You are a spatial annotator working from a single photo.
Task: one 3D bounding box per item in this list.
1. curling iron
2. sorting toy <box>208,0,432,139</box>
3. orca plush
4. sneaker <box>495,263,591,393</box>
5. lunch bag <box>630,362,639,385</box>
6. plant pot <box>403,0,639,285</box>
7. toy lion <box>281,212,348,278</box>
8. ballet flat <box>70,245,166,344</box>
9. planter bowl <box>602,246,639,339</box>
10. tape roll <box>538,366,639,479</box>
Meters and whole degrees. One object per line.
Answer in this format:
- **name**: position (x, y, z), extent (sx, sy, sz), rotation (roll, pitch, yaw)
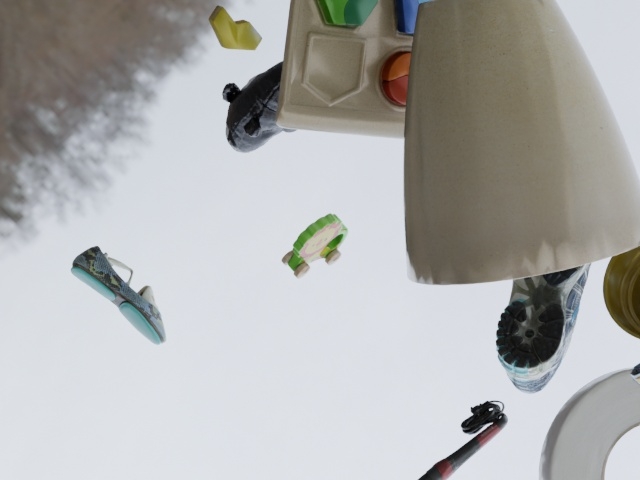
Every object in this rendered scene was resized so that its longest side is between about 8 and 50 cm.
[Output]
- **curling iron**: position (0.172, 0.336, 2.118), extent (0.274, 0.035, 0.068), rotation (-44, -159, -8)
- **sorting toy**: position (0.019, -0.232, 1.632), extent (0.041, 0.307, 0.229), rotation (-146, -118, -62)
- **orca plush**: position (-0.081, -0.212, 2.462), extent (0.287, 0.151, 0.102), rotation (-25, -139, 40)
- **sneaker**: position (0.300, 0.076, 1.940), extent (0.110, 0.122, 0.283), rotation (14, -121, 20)
- **lunch bag**: position (0.392, 0.154, 1.600), extent (0.053, 0.071, 0.083), rotation (-42, 180, -42)
- **plant pot**: position (0.186, -0.118, 1.466), extent (0.257, 0.274, 0.256), rotation (-12, -172, 2)
- **toy lion**: position (0.000, 0.000, 1.827), extent (0.100, 0.034, 0.096), rotation (-21, 153, -46)
- **ballet flat**: position (-0.295, 0.079, 2.221), extent (0.070, 0.188, 0.070), rotation (-44, -169, 11)
- **planter bowl**: position (0.529, 0.075, 2.108), extent (0.217, 0.090, 0.217), rotation (-16, -128, 21)
- **tape roll**: position (0.566, 0.408, 2.462), extent (0.392, 0.392, 0.072), rotation (-44, -179, -10)
